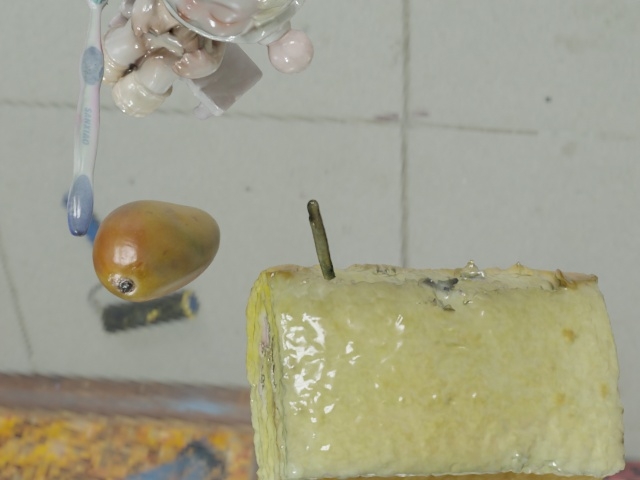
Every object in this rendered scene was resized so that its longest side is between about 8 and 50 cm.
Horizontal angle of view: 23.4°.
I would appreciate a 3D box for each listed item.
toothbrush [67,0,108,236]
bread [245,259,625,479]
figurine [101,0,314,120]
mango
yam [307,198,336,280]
[{"bbox_3d":[-0.178,-0.118,1.195,0.021,0.269,0.027,1,147,-4],"label":"toothbrush"},{"bbox_3d":[0.119,0.135,1.568,0.375,0.237,0.165,3,161,-18],"label":"bread"},{"bbox_3d":[-0.080,-0.206,1.269,0.256,0.144,0.182,-40,76,52],"label":"figurine"},{"bbox_3d":[-0.222,0.004,2.111,0.138,0.253,0.113,42,120,11],"label":"mango"},{"bbox_3d":[0.000,0.000,1.390,0.014,0.014,0.107,-1,140,11],"label":"yam"}]
